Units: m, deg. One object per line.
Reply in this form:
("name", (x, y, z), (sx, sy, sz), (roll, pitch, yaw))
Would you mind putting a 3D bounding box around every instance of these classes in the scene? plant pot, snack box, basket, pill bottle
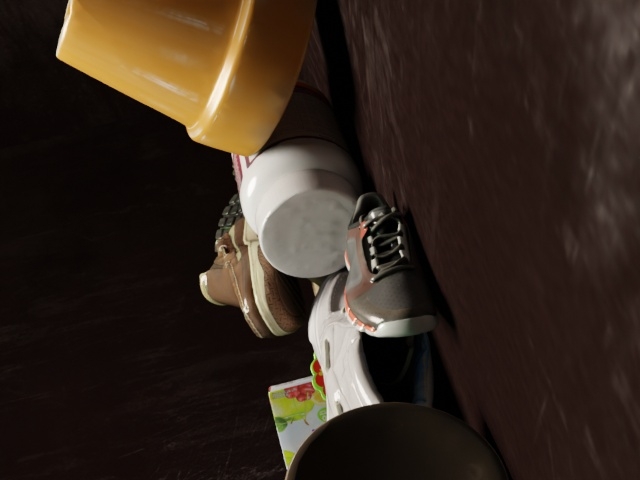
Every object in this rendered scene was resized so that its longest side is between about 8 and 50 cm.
("plant pot", (-0.127, -0.197, 0.747), (0.205, 0.188, 0.205), (-167, 90, -70))
("snack box", (0.027, 0.181, 0.842), (0.037, 0.141, 0.100), (175, 80, -87))
("basket", (0.048, 0.226, 0.532), (0.204, 0.154, 0.226), (24, 135, 34))
("pill bottle", (-0.025, -0.067, 0.840), (0.221, 0.121, 0.121), (-107, 4, -53))

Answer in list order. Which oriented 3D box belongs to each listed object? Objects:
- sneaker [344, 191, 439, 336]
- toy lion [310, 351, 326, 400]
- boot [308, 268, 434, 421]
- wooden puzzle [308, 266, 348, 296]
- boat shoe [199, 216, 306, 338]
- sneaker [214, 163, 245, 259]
("sneaker", (0.041, 0.011, 0.585), (0.158, 0.061, 0.064), (-111, 14, -64))
("toy lion", (0.041, 0.135, 0.803), (0.034, 0.096, 0.100), (84, 171, -73))
("boot", (0.049, 0.083, 0.693), (0.258, 0.095, 0.123), (-96, 19, -51))
("wooden puzzle", (0.026, 0.061, 1.044), (0.322, 0.081, 0.347), (-107, -1, -52))
("boat shoe", (-0.077, 0.045, 0.885), (0.095, 0.095, 0.257), (61, -175, -17))
("sneaker", (-0.055, -0.041, 1.260), (0.146, 0.134, 0.343), (38, -134, -35))
